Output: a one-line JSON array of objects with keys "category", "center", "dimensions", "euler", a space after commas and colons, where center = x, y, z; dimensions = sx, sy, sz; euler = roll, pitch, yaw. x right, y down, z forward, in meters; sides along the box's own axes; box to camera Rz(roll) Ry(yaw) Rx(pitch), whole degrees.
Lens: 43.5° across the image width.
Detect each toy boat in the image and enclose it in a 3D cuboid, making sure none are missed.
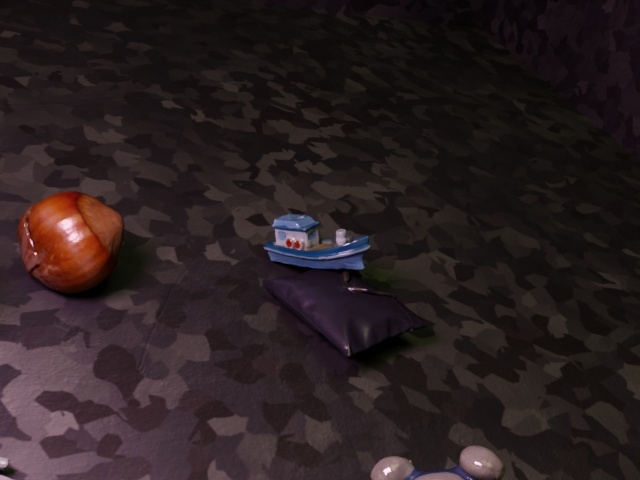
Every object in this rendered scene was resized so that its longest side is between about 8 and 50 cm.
[{"category": "toy boat", "center": [0.000, 0.000, 1.559], "dimensions": [0.238, 0.098, 0.109], "euler": [7, 18, 37]}]

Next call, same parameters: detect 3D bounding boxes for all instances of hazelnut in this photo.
[{"category": "hazelnut", "center": [-0.429, 0.002, 1.398], "dimensions": [0.182, 0.182, 0.182], "euler": [12, 35, -9]}]

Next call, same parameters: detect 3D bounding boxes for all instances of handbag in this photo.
[{"category": "handbag", "center": [0.047, 0.119, 1.506], "dimensions": [0.211, 0.088, 0.254], "euler": [-13, 37, -40]}]

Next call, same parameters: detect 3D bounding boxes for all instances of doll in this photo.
[{"category": "doll", "center": [0.164, 0.414, 1.096], "dimensions": [0.228, 0.153, 0.258], "euler": [-10, 22, 17]}]

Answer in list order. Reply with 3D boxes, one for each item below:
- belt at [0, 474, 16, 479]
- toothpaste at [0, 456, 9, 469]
[{"category": "belt", "center": [-0.386, 0.401, 0.843], "dimensions": [0.213, 0.117, 0.347], "euler": [8, 27, -25]}, {"category": "toothpaste", "center": [-0.518, 0.283, 1.067], "dimensions": [0.204, 0.031, 0.049], "euler": [11, 32, -6]}]
